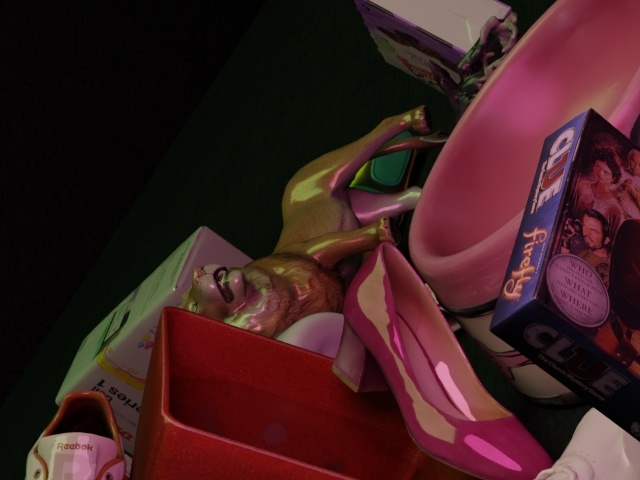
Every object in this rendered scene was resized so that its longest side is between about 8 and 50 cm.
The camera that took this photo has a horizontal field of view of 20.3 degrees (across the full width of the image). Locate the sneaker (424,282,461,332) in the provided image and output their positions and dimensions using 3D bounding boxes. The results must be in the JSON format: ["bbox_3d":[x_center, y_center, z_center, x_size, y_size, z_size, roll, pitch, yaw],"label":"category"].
[{"bbox_3d":[0.141,0.037,1.695,0.134,0.051,0.070,-51,16,24],"label":"sneaker"}]

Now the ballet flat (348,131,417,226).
[{"bbox_3d":[0.063,-0.043,2.106,0.231,0.077,0.077,-66,-3,-48],"label":"ballet flat"}]

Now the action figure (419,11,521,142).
[{"bbox_3d":[0.212,-0.162,1.718,0.275,0.164,0.141,-44,12,15],"label":"action figure"}]

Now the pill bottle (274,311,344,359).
[{"bbox_3d":[-0.043,0.186,1.738,0.264,0.146,0.146,-40,20,44],"label":"pill bottle"}]

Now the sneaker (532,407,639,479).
[{"bbox_3d":[0.139,0.190,1.132,0.090,0.115,0.232,-27,31,58],"label":"sneaker"}]

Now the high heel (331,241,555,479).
[{"bbox_3d":[0.105,0.098,1.399,0.244,0.082,0.117,36,116,46],"label":"high heel"}]

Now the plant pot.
[{"bbox_3d":[-0.039,0.235,1.418,0.267,0.267,0.236,-106,36,-73],"label":"plant pot"}]

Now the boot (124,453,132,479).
[{"bbox_3d":[-0.276,0.311,1.745,0.244,0.088,0.176,-34,23,35],"label":"boot"}]

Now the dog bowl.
[{"bbox_3d":[0.233,-0.072,1.458,0.408,0.150,0.408,-50,15,19],"label":"dog bowl"}]

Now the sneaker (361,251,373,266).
[{"bbox_3d":[0.030,0.074,1.929,0.094,0.081,0.208,-23,39,49],"label":"sneaker"}]

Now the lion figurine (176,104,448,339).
[{"bbox_3d":[0.000,0.000,1.889,0.240,0.142,0.392,-16,21,25],"label":"lion figurine"}]

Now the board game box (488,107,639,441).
[{"bbox_3d":[0.217,0.054,1.027,0.042,0.243,0.165,-40,21,43],"label":"board game box"}]

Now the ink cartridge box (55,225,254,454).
[{"bbox_3d":[-0.144,0.141,2.041,0.278,0.201,0.117,-41,19,41],"label":"ink cartridge box"}]

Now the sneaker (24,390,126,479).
[{"bbox_3d":[-0.214,0.231,1.442,0.290,0.105,0.123,-92,6,-56],"label":"sneaker"}]

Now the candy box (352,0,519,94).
[{"bbox_3d":[0.132,-0.221,1.924,0.070,0.165,0.196,-57,-21,-7],"label":"candy box"}]
